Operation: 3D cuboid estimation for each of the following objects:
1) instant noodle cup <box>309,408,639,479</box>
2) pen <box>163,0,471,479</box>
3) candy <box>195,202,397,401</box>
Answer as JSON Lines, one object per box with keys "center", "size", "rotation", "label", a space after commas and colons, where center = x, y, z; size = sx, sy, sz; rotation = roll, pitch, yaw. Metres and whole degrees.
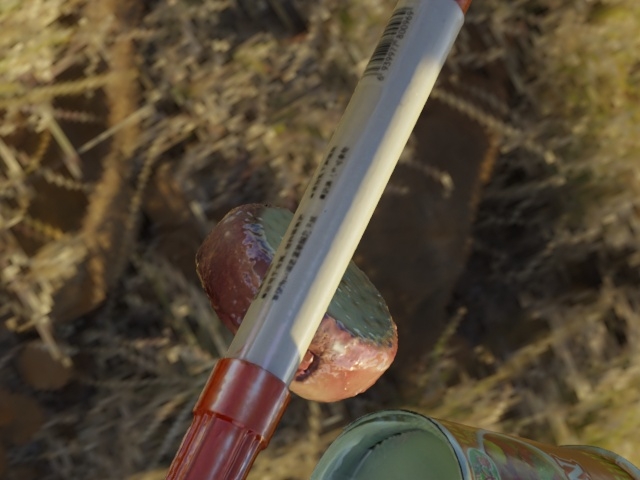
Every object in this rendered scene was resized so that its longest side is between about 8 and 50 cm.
{"center": [0.087, 0.174, 1.116], "size": [0.185, 0.168, 0.168], "rotation": [28, 52, -46], "label": "instant noodle cup"}
{"center": [0.000, 0.000, 0.671], "size": [0.028, 0.028, 0.239], "rotation": [37, 65, -25], "label": "pen"}
{"center": [-0.011, 0.028, 0.890], "size": [0.103, 0.043, 0.103], "rotation": [40, 18, -16], "label": "candy"}
